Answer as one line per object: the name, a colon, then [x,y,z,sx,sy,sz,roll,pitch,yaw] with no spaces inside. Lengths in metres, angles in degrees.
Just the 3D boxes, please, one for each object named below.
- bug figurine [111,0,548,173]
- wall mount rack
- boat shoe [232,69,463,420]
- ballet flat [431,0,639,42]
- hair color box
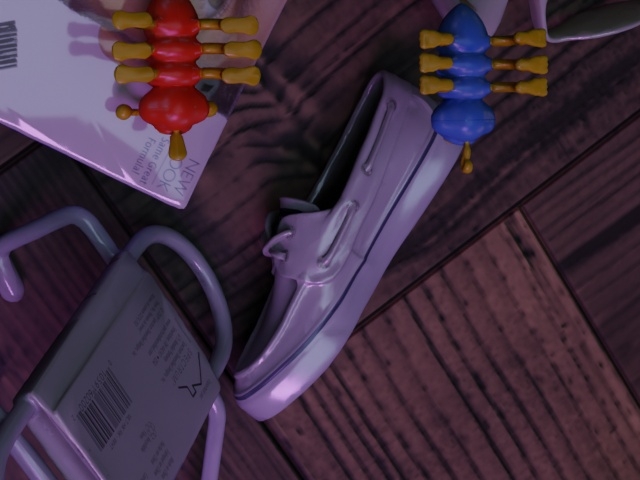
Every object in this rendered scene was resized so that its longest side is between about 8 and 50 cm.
bug figurine: [0.003,-0.153,1.060,0.279,0.072,0.216,2,93,-18]
wall mount rack: [-0.139,0.155,1.095,0.130,0.350,0.304,-24,109,25]
boat shoe: [0.000,0.000,1.197,0.084,0.095,0.258,35,78,-18]
ballet flat: [0.154,-0.200,1.207,0.342,0.116,0.124,-1,120,-23]
hair color box: [-0.201,-0.176,1.074,0.339,0.110,0.185,26,91,-24]
